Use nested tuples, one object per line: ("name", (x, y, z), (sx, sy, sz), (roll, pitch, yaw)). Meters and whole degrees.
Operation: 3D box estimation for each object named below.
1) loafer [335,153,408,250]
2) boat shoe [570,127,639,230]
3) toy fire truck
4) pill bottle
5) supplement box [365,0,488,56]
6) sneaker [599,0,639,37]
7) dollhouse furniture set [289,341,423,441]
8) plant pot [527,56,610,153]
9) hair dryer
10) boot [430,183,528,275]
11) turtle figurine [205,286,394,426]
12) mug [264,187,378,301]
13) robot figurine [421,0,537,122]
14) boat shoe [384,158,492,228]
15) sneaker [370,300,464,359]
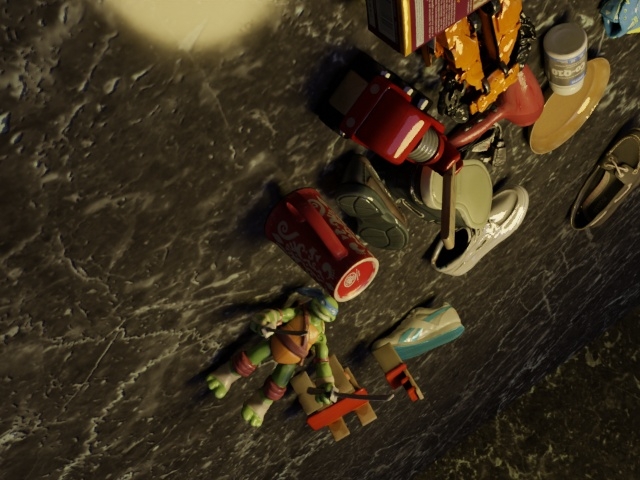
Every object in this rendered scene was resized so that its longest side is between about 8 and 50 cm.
("loafer", (0.102, -0.061, 1.369), (0.267, 0.096, 0.084), (48, 48, -61))
("boat shoe", (0.764, -0.147, 2.066), (0.095, 0.112, 0.335), (-30, 151, -33))
("toy fire truck", (0.136, -0.128, 1.160), (0.158, 0.246, 0.217), (-53, 150, 14))
("pill bottle", (0.464, -0.339, 1.476), (0.078, 0.078, 0.137), (-43, 150, -3))
("supplement box", (0.152, -0.340, 1.011), (0.188, 0.081, 0.104), (-36, 148, -15))
("sneaker", (0.601, -0.472, 1.467), (0.126, 0.091, 0.240), (-34, 150, -17))
("dollhouse furniture set", (0.087, 0.358, 1.783), (0.259, 0.135, 0.262), (-30, 149, 0))
("plant pot", (0.520, -0.290, 1.657), (0.236, 0.032, 0.236), (-31, 147, -23))
("hair dryer", (0.323, -0.220, 1.449), (0.224, 0.080, 0.293), (-21, 143, -34))
("boot", (0.350, -0.022, 1.717), (0.258, 0.095, 0.123), (-52, 157, 16))
("turtle figurine", (-0.068, 0.224, 1.384), (0.266, 0.274, 0.198), (-44, 137, 16))
("mug", (-0.005, 0.008, 1.236), (0.113, 0.169, 0.150), (-52, 150, 13))
("robot figurine", (0.244, -0.315, 1.224), (0.211, 0.085, 0.291), (-42, 150, -5))
("boat shoe", (0.219, -0.089, 1.423), (0.340, 0.113, 0.127), (-1, 95, -60))
("sneaker", (0.227, 0.222, 1.894), (0.229, 0.092, 0.087), (-19, 149, -4))
